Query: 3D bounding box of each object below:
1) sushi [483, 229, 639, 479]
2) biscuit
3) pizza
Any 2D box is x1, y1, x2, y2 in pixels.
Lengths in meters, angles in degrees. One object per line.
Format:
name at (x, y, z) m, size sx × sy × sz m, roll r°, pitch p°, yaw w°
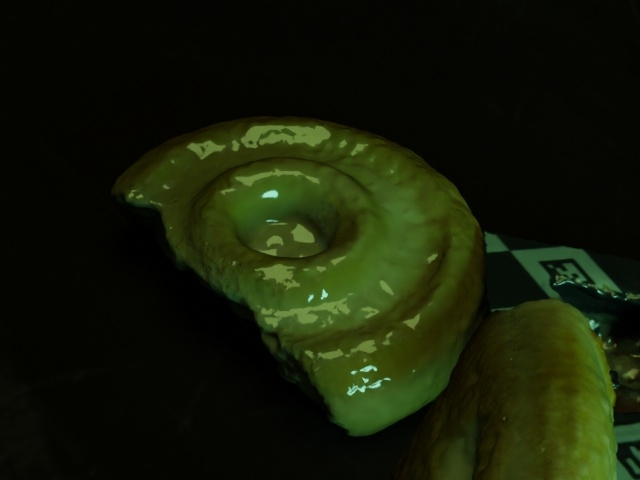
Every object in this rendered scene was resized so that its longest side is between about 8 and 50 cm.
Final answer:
sushi at (0.237, 0.118, 0.970) m, size 0.292 × 0.059 × 0.294 m, roll 11°, pitch 32°, yaw -4°
biscuit at (0.000, -0.001, 1.082) m, size 0.274 × 0.091 × 0.213 m, roll 34°, pitch 51°, yaw 30°
pizza at (0.062, 0.228, 0.726) m, size 0.114 × 0.278 × 0.409 m, roll 17°, pitch 65°, yaw -7°
